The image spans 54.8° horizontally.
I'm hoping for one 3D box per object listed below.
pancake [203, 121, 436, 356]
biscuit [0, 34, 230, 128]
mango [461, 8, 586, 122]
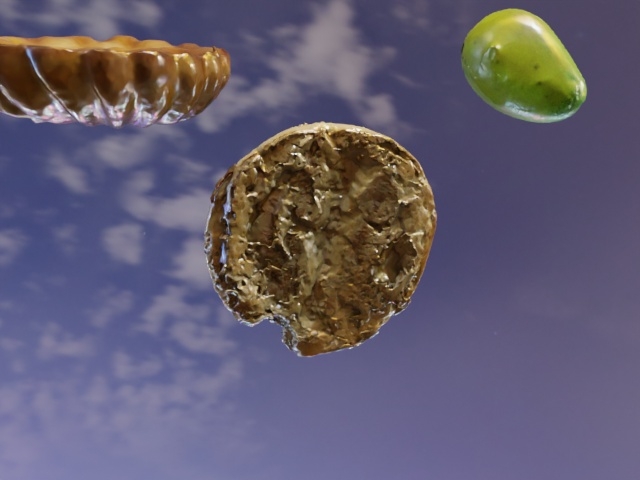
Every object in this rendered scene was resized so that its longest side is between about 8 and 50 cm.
[{"bbox_3d":[0.001,0.000,0.970,0.383,0.071,0.381,-3,-79,-16],"label":"pancake"},{"bbox_3d":[-0.278,-0.208,0.785,0.326,0.325,0.107,2,-73,-7],"label":"biscuit"},{"bbox_3d":[0.265,-0.224,0.813,0.178,0.100,0.119,44,-44,15],"label":"mango"}]
